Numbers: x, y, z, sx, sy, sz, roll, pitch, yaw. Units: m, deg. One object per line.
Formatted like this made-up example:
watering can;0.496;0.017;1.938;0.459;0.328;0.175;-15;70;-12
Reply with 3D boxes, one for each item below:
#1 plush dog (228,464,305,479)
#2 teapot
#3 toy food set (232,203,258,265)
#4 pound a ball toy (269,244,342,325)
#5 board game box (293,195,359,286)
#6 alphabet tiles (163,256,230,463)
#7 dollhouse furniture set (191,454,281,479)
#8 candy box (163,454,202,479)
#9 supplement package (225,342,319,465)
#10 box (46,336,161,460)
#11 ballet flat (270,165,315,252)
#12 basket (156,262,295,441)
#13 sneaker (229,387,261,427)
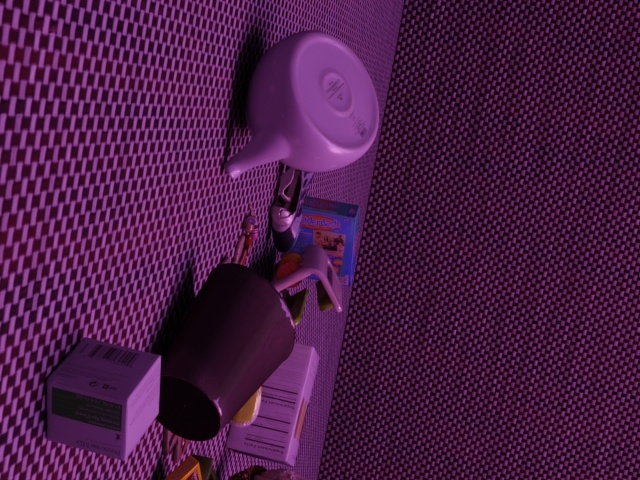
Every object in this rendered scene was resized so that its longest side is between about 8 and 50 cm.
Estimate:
plush dog;-0.088;0.559;2.107;0.211;0.262;0.225;89;19;-55
teapot;-0.036;-0.222;1.804;0.256;0.187;0.253;10;68;-45
toy food set;-0.134;-0.002;1.976;0.078;0.019;0.122;74;28;-71
pound a ball toy;-0.075;0.110;2.166;0.136;0.208;0.319;62;6;-8
board game box;0.000;0.000;2.368;0.047;0.160;0.210;-70;168;-46
alphabet tiles;-0.203;0.201;1.827;0.342;0.011;0.285;-62;161;-62
dollhouse furniture set;-0.169;0.564;1.892;0.151;0.197;0.302;87;17;-61
candy box;-0.235;0.444;1.753;0.105;0.027;0.206;-39;150;-29
supplement package;-0.098;0.341;2.261;0.139;0.133;0.244;69;33;-73
box;-0.248;0.180;1.224;0.102;0.101;0.087;-59;159;-60
ballet flat;-0.068;-0.078;2.178;0.074;0.074;0.203;17;90;-81
basket;-0.155;0.183;1.618;0.227;0.154;0.204;-56;138;-47
sneaker;-0.146;0.220;1.978;0.126;0.091;0.240;-175;-83;-80
